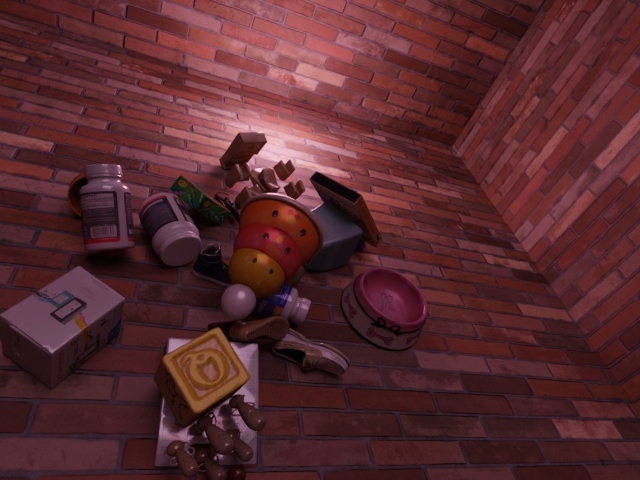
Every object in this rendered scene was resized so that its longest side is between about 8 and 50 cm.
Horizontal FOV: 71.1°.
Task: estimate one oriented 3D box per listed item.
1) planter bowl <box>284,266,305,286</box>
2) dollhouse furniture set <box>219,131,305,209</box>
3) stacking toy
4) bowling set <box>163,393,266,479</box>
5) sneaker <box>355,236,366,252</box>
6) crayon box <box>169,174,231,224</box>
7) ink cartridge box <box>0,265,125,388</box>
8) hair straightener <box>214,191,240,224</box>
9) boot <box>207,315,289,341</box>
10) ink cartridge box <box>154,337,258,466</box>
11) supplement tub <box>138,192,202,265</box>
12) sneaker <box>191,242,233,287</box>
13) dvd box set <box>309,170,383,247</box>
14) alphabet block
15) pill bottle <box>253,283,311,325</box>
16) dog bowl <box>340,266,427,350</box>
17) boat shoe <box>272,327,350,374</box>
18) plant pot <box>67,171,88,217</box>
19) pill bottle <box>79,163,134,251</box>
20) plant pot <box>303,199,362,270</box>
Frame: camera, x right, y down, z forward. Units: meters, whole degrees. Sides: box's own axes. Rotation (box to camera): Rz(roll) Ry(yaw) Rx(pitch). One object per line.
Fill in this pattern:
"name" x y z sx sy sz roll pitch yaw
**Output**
"planter bowl" -0.163 0.146 1.941 0.162 0.162 0.109 29 63 2
"dollhouse furniture set" -0.353 -0.345 2.407 0.362 0.256 0.394 -15 74 -41
"stacking toy" -0.213 0.094 1.635 0.351 0.350 0.480 25 50 -3
"bowling set" -0.297 0.609 1.299 0.287 0.199 0.154 -20 29 -38
"sneaker" 0.127 -0.004 2.341 0.236 0.095 0.104 35 42 20
"crayon box" -0.533 -0.177 2.017 0.165 0.081 0.278 38 -2 15
"ink cartridge box" -0.781 0.260 1.370 0.197 0.198 0.270 33 38 6
"hair straightener" -0.452 -0.166 2.224 0.089 0.047 0.230 -14 48 -42
"boot" -0.261 0.315 1.656 0.207 0.090 0.248 3 0 39
"ink cartridge box" -0.359 0.517 1.447 0.308 0.091 0.385 10 57 -22
"supplement tub" -0.617 -0.048 1.846 0.191 0.191 0.272 -8 49 -38
"sneaker" -0.397 0.101 1.830 0.226 0.163 0.086 16 36 -17
"dvd box set" 0.137 -0.148 2.244 0.308 0.420 0.062 33 77 35
"alphabet block" -0.356 0.407 1.333 0.193 0.197 0.192 -28 76 -38
"pill bottle" -0.183 0.240 1.799 0.272 0.152 0.152 24 37 -3
"dog bowl" 0.305 0.290 2.041 0.408 0.150 0.408 16 38 -13
"boat shoe" -0.041 0.439 1.690 0.302 0.113 0.103 21 37 10
"plant pot" -0.930 -0.212 1.870 0.205 0.205 0.188 6 26 -26
"pill bottle" -0.810 -0.122 1.699 0.176 0.176 0.318 -5 90 -35
"plant pot" 0.000 0.000 2.136 0.252 0.247 0.248 -24 59 -39
